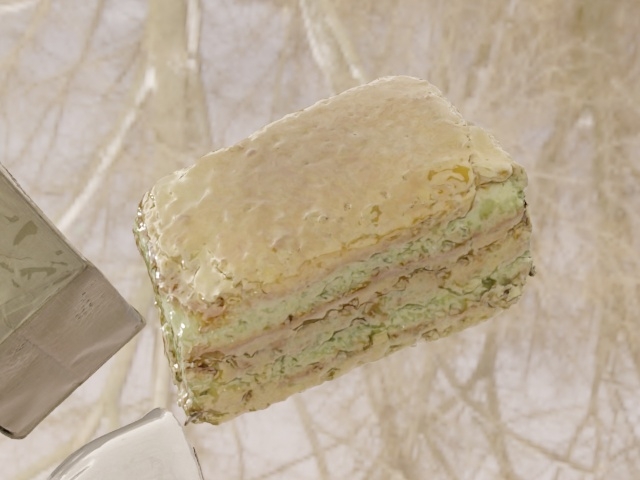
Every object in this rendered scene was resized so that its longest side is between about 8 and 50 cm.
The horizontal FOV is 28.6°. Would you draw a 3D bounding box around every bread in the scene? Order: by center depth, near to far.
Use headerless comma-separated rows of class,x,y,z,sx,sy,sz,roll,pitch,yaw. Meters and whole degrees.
bread,0.000,0.000,0.651,0.196,0.102,0.138,-21,-145,-6

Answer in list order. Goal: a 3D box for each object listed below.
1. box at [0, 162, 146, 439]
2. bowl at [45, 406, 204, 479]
box,-0.287,0.021,1.029,0.231,0.155,0.149,45,172,22
bowl,-0.116,0.178,0.618,0.086,0.189,0.189,1,-164,-21
